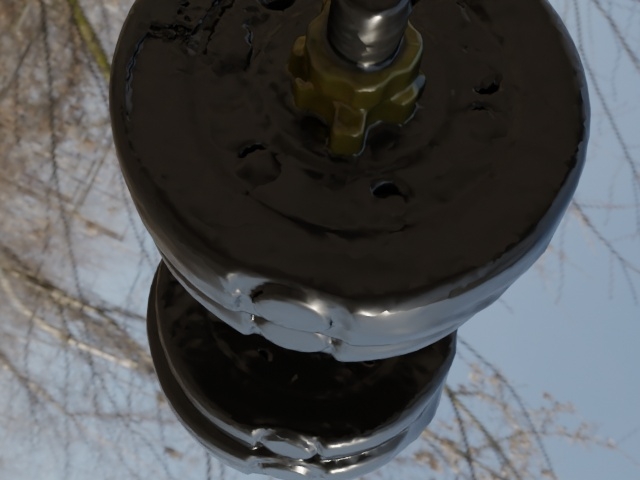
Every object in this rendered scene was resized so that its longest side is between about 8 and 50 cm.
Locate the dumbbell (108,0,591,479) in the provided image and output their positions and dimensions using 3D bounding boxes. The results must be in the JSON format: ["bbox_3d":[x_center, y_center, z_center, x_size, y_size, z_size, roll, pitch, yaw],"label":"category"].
[{"bbox_3d":[0.000,0.000,0.516,0.388,0.185,0.185,100,5,-65],"label":"dumbbell"}]
